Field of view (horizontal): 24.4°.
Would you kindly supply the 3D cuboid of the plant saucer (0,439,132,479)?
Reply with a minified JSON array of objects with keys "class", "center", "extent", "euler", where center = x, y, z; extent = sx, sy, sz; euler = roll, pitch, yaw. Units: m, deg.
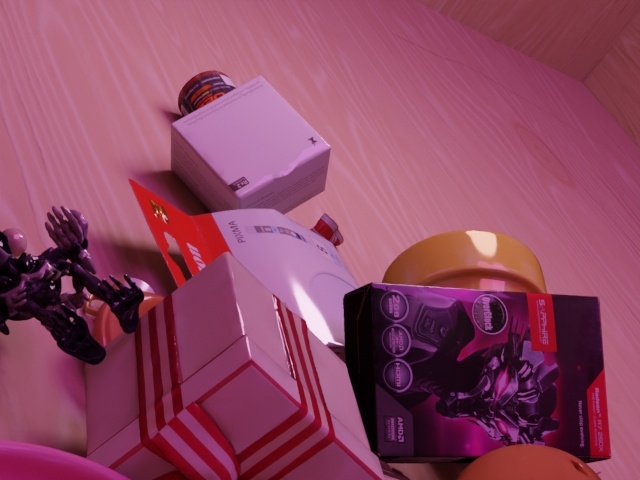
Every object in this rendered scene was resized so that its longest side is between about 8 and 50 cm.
[{"class":"plant saucer","center":[-0.274,0.292,1.301],"extent":[0.332,0.084,0.332],"euler":[14,19,-5]}]

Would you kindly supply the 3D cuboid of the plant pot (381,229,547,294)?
[{"class":"plant pot","center":[0.223,0.154,2.201],"extent":[0.254,0.254,0.239],"euler":[24,42,-28]}]

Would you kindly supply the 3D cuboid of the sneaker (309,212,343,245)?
[{"class":"sneaker","center":[0.000,0.000,2.420],"extent":[0.042,0.067,0.118],"euler":[41,-7,17]}]

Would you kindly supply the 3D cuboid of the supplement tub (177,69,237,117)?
[{"class":"supplement tub","center":[-0.155,-0.190,2.470],"extent":[0.106,0.106,0.198],"euler":[12,33,-45]}]

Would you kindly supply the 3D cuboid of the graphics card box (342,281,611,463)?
[{"class":"graphics card box","center":[0.214,0.184,1.994],"extent":[0.370,0.094,0.233],"euler":[5,76,-24]}]

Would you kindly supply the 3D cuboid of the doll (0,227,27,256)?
[{"class":"doll","center":[-0.431,-0.003,1.791],"extent":[0.189,0.046,0.129],"euler":[2,41,-53]}]

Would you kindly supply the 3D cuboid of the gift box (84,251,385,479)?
[{"class":"gift box","center":[-0.106,0.220,1.576],"extent":[0.255,0.276,0.258],"euler":[40,15,-27]}]

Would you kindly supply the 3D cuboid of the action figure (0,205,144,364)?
[{"class":"action figure","center":[-0.314,0.040,1.645],"extent":[0.164,0.141,0.275],"euler":[-37,34,-27]}]

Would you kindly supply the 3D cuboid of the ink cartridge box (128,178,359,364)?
[{"class":"ink cartridge box","center":[-0.068,0.056,2.055],"extent":[0.385,0.091,0.308],"euler":[32,20,-44]}]

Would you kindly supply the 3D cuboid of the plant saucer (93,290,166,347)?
[{"class":"plant saucer","center":[-0.188,0.143,1.794],"extent":[0.200,0.037,0.200],"euler":[37,33,-29]}]

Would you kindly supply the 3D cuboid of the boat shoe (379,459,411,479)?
[{"class":"boat shoe","center":[0.029,0.299,1.819],"extent":[0.257,0.095,0.095],"euler":[30,14,-39]}]

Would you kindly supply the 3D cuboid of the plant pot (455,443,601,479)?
[{"class":"plant pot","center":[0.240,0.371,1.697],"extent":[0.291,0.291,0.203],"euler":[34,25,-6]}]

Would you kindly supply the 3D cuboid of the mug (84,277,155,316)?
[{"class":"mug","center":[-0.251,0.092,1.868],"extent":[0.064,0.078,0.062],"euler":[-75,144,-57]}]

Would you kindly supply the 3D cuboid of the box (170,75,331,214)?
[{"class":"box","center":[-0.110,-0.128,2.291],"extent":[0.181,0.119,0.182],"euler":[-31,64,-25]}]
